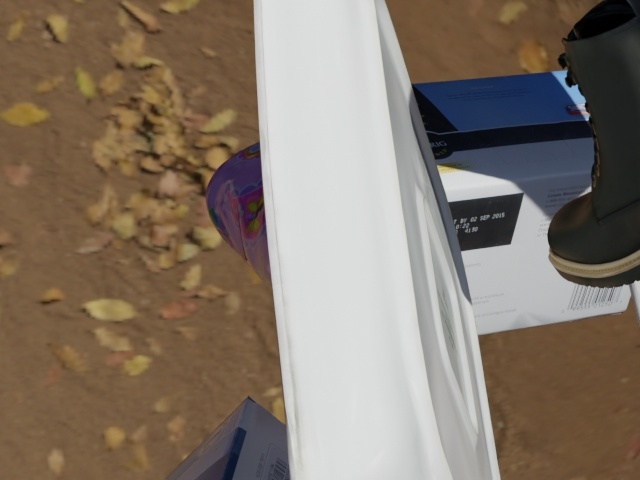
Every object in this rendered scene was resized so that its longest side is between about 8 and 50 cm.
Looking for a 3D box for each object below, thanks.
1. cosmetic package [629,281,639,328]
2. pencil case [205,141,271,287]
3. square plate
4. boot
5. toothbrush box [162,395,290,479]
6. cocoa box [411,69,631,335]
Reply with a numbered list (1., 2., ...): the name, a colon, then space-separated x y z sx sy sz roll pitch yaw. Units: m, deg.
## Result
1. cosmetic package: 0.367 0.167 1.057 0.196 0.155 0.366 -12 94 19
2. pencil case: 0.000 0.000 1.183 0.124 0.284 0.124 -6 108 -20
3. square plate: 0.040 0.039 0.689 0.049 0.347 0.344 -12 53 10
4. boot: 0.149 -0.055 0.722 0.137 0.198 0.077 45 61 -11
5. toothbrush box: -0.110 0.284 0.977 0.126 0.216 0.295 38 117 -11
6. cocoa box: 0.195 -0.045 1.713 0.228 0.347 0.232 -125 36 -46
